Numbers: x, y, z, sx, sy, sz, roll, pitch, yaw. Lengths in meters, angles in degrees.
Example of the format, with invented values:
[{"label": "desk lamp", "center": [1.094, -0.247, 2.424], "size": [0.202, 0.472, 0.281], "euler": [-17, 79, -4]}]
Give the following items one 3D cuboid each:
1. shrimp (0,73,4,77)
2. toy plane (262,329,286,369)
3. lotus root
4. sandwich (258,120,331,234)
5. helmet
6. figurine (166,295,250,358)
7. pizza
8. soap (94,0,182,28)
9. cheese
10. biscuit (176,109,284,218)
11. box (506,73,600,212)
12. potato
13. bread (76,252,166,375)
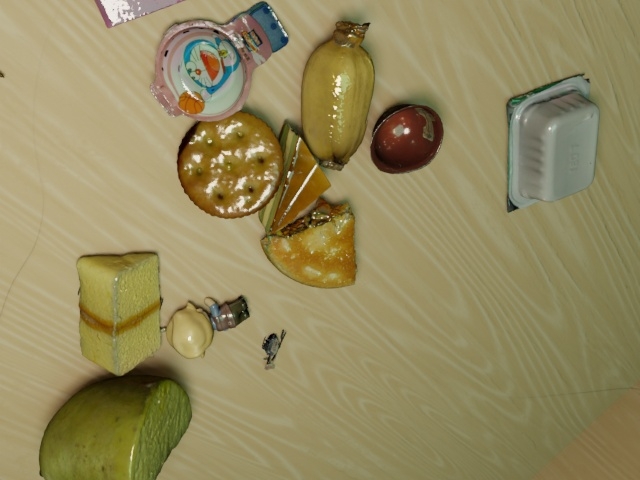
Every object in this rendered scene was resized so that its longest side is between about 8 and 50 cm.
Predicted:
[{"label": "shrimp", "center": [-0.570, -0.318, 0.914], "size": [0.114, 0.023, 0.083], "euler": [31, 98, -30]}, {"label": "toy plane", "center": [-0.126, 0.284, 1.434], "size": [0.049, 0.031, 0.120], "euler": [5, 112, -36]}, {"label": "lotus root", "center": [0.033, -0.292, 1.134], "size": [0.146, 0.131, 0.303], "euler": [-19, 126, -42]}, {"label": "sandwich", "center": [-0.091, -0.130, 1.175], "size": [0.187, 0.117, 0.144], "euler": [-40, 123, 3]}, {"label": "helmet", "center": [0.174, -0.234, 1.242], "size": [0.175, 0.106, 0.155], "euler": [-36, 123, 0]}, {"label": "figurine", "center": [-0.262, 0.191, 1.293], "size": [0.196, 0.108, 0.114], "euler": [-31, 137, -28]}, {"label": "pizza", "center": [0.000, 0.000, 1.304], "size": [0.289, 0.081, 0.229], "euler": [23, 112, -33]}, {"label": "soap", "center": [-0.319, -0.498, 0.893], "size": [0.181, 0.081, 0.259], "euler": [-24, 124, -11]}, {"label": "cheese", "center": [-0.187, -0.337, 1.039], "size": [0.286, 0.074, 0.189], "euler": [-39, 113, -15]}, {"label": "biscuit", "center": [-0.180, -0.149, 1.106], "size": [0.220, 0.066, 0.220], "euler": [0, 97, -2]}, {"label": "box", "center": [0.621, -0.236, 1.444], "size": [0.264, 0.106, 0.336], "euler": [-21, 122, -12]}, {"label": "potato", "center": [-0.460, 0.383, 1.195], "size": [0.280, 0.330, 0.212], "euler": [2, 107, 8]}, {"label": "bread", "center": [-0.431, 0.156, 1.186], "size": [0.178, 0.142, 0.266], "euler": [2, 115, -8]}]
